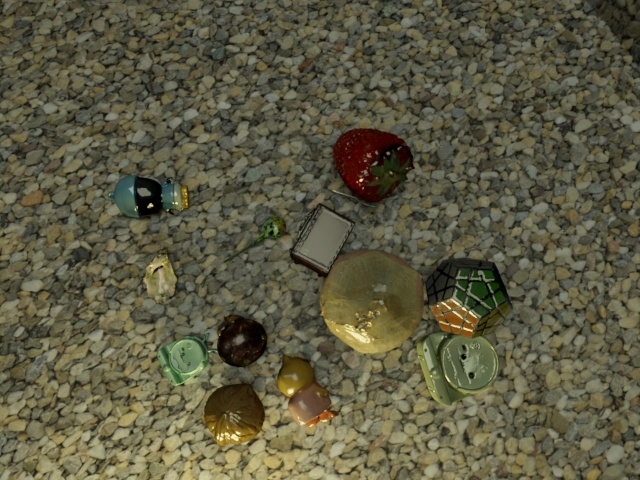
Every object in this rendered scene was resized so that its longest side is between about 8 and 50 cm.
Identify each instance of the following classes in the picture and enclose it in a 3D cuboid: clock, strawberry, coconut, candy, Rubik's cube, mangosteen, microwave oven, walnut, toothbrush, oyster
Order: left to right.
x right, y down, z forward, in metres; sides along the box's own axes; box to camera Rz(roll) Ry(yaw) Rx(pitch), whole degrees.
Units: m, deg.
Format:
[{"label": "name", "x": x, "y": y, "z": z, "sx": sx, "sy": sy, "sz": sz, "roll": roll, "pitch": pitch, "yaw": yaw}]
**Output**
[{"label": "oyster", "x": -0.653, "y": 0.148, "z": 1.658, "sx": 0.133, "sy": 0.072, "sz": 0.208, "roll": -18, "pitch": 98, "yaw": -11}, {"label": "clock", "x": -0.513, "y": 0.446, "z": 1.591, "sx": 0.211, "sy": 0.066, "sz": 0.159, "roll": -32, "pitch": 81, "yaw": -8}, {"label": "walnut", "x": -0.310, "y": 0.625, "z": 1.474, "sx": 0.228, "sy": 0.228, "sz": 0.227, "roll": 0, "pitch": 78, "yaw": -1}, {"label": "mangosteen", "x": -0.310, "y": 0.371, "z": 1.565, "sx": 0.192, "sy": 0.192, "sz": 0.217, "roll": -34, "pitch": 49, "yaw": -7}, {"label": "candy", "x": -0.278, "y": 0.002, "z": 1.689, "sx": 0.306, "sy": 0.083, "sz": 0.091, "roll": -32, "pitch": 117, "yaw": 1}, {"label": "microwave oven", "x": 0.001, "y": 0.000, "z": 1.633, "sx": 0.188, "sy": 0.178, "sz": 0.247, "roll": 27, "pitch": 79, "yaw": 5}, {"label": "toothbrush", "x": 0.141, "y": -0.180, "z": 1.756, "sx": 0.204, "sy": 0.017, "sz": 0.022, "roll": 20, "pitch": 89, "yaw": 3}, {"label": "coconut", "x": 0.187, "y": 0.219, "z": 1.495, "sx": 0.406, "sy": 0.404, "sz": 0.403, "roll": 0, "pitch": 78, "yaw": -1}, {"label": "strawberry", "x": 0.214, "y": -0.317, "z": 1.676, "sx": 0.292, "sy": 0.291, "sz": 0.309, "roll": -19, "pitch": 35, "yaw": -4}, {"label": "clock", "x": 0.554, "y": 0.465, "z": 1.574, "sx": 0.325, "sy": 0.108, "sz": 0.264, "roll": -17, "pitch": 78, "yaw": -5}, {"label": "Rubik's cube", "x": 0.556, "y": 0.210, "z": 1.542, "sx": 0.264, "sy": 0.319, "sz": 0.318, "roll": -23, "pitch": 77, "yaw": 24}]

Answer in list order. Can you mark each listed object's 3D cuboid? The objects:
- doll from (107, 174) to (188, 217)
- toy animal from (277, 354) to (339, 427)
[{"label": "doll", "x": -0.711, "y": -0.183, "z": 1.690, "sx": 0.315, "sy": 0.141, "sz": 0.177, "roll": -1, "pitch": 108, "yaw": -13}, {"label": "toy animal", "x": -0.071, "y": 0.557, "z": 1.524, "sx": 0.195, "sy": 0.169, "sz": 0.281, "roll": -32, "pitch": 75, "yaw": 28}]
